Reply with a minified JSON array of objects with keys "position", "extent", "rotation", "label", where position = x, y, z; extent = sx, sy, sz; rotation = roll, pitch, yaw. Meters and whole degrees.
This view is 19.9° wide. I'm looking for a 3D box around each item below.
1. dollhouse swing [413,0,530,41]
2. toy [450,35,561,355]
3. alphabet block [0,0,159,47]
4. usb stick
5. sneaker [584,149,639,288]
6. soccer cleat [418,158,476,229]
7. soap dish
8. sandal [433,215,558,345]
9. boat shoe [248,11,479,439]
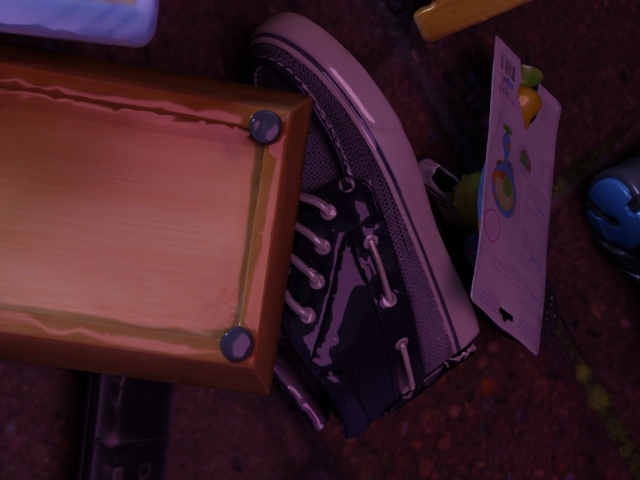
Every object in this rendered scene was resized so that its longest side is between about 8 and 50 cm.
[{"position":[0.152,-0.417,1.513],"extent":[0.315,0.305,0.347],"rotation":[-21,113,19],"label":"dollhouse swing"},{"position":[0.149,-0.036,1.536],"extent":[0.137,0.056,0.237],"rotation":[38,57,-51],"label":"toy"},{"position":[-0.226,-0.237,1.248],"extent":[0.192,0.197,0.193],"rotation":[5,94,-30],"label":"alphabet block"},{"position":[-0.159,0.208,1.420],"extent":[0.077,0.045,0.278],"rotation":[1,102,-33],"label":"usb stick"},{"position":[0.369,0.060,1.662],"extent":[0.140,0.125,0.341],"rotation":[-33,112,-23],"label":"sneaker"},{"position":[0.112,-0.038,1.555],"extent":[0.029,0.035,0.083],"rotation":[-49,116,-15],"label":"soccer cleat"},{"position":[-0.158,-0.018,1.311],"extent":[0.291,0.118,0.229],"rotation":[9,88,-9],"label":"soap dish"},{"position":[0.132,0.030,1.580],"extent":[0.179,0.040,0.067],"rotation":[32,75,-14],"label":"sandal"},{"position":[0.000,0.000,1.443],"extent":[0.158,0.127,0.340],"rotation":[-40,115,-27],"label":"boat shoe"}]
